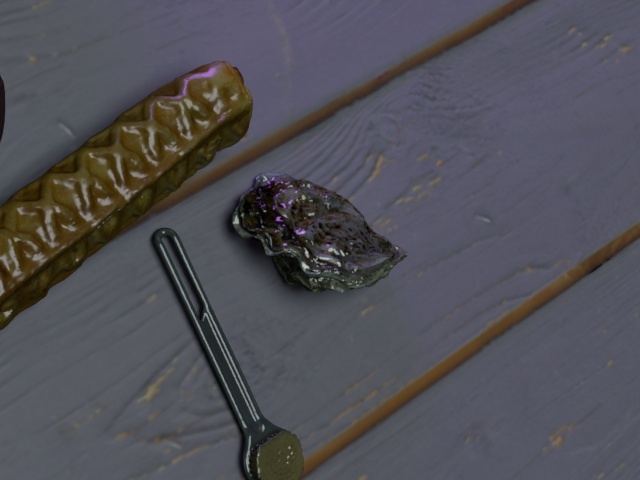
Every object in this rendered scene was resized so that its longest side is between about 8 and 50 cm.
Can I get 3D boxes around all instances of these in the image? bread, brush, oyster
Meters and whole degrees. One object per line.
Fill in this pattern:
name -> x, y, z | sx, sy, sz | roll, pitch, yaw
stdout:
bread -> -0.193, -0.042, 1.556 | 0.077, 0.084, 0.367 | 36, 57, 22
brush -> -0.087, 0.108, 1.629 | 0.062, 0.027, 0.266 | -30, 98, -34
oyster -> 0.000, 0.000, 1.691 | 0.177, 0.064, 0.125 | 32, 50, -14

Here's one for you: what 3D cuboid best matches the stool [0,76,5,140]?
stool -> -0.385, -0.089, 1.303 | 0.272, 0.272, 0.178 | 43, 45, -20
